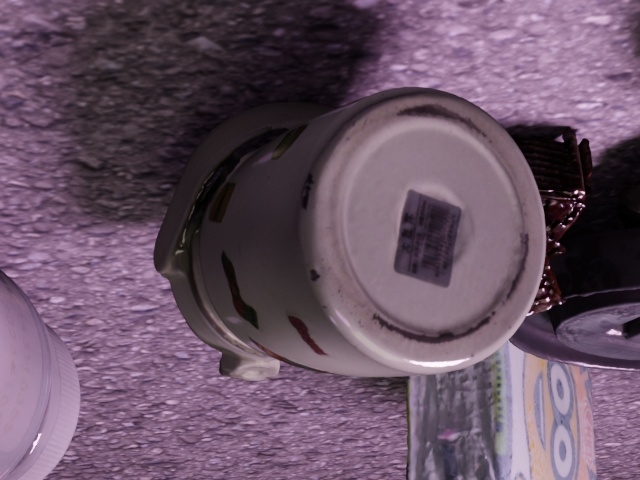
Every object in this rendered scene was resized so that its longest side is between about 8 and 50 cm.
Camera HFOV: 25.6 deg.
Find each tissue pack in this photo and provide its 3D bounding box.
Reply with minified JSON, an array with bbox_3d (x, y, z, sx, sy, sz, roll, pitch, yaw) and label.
[{"bbox_3d":[0.214,0.210,1.628,0.128,0.228,0.311,-8,158,28],"label":"tissue pack"}]

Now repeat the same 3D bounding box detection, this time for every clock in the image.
[{"bbox_3d":[0.344,0.065,1.406,0.318,0.066,0.319,3,160,1],"label":"clock"}]

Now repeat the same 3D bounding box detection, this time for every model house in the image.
[{"bbox_3d":[0.165,0.005,1.237,0.164,0.203,0.141,-9,136,27],"label":"model house"}]

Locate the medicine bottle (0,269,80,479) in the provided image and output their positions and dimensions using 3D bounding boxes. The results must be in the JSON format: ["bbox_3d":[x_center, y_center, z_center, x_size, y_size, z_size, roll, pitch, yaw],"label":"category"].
[{"bbox_3d":[-0.360,0.124,1.262,0.245,0.245,0.306,-12,162,9],"label":"medicine bottle"}]

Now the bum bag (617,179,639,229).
[{"bbox_3d":[0.367,-0.017,1.385,0.142,0.080,0.326,-6,160,13],"label":"bum bag"}]

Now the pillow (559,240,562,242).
[{"bbox_3d":[0.242,0.045,1.520,0.130,0.038,0.232,-7,159,18],"label":"pillow"}]

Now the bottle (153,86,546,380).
[{"bbox_3d":[0.000,0.000,1.133,0.229,0.229,0.351,6,172,-27],"label":"bottle"}]
